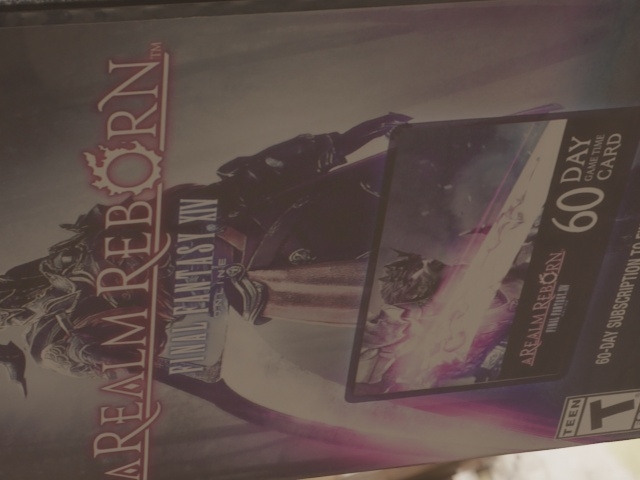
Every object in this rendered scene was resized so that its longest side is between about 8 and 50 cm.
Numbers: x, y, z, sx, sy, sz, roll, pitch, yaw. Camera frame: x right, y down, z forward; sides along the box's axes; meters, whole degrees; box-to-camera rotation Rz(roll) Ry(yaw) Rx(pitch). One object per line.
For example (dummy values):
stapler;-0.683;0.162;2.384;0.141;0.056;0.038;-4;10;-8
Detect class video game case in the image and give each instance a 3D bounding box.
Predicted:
video game case;0.000;0.000;0.486;0.274;0.026;0.196;-6;-44;-14
